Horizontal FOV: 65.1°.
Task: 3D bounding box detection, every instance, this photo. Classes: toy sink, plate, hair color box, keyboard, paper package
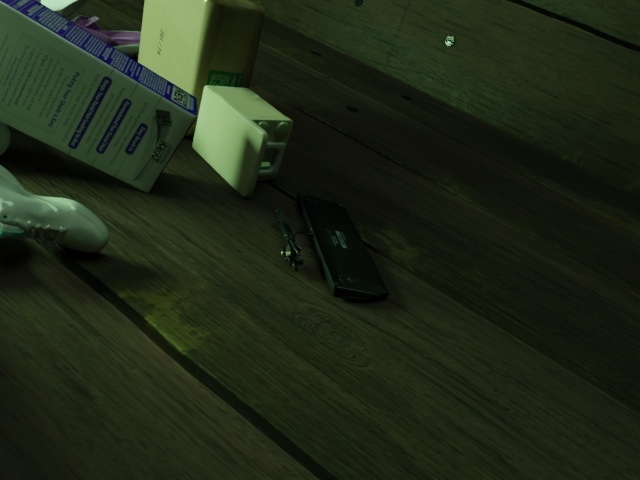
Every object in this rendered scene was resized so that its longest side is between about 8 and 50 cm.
[{"bbox_3d":[-0.157,-0.220,1.104,0.131,0.152,0.234,-12,43,-42],"label":"toy sink"},{"bbox_3d":[-0.817,-0.634,1.396,0.278,0.045,0.277,-6,34,-3],"label":"plate"},{"bbox_3d":[-0.409,-0.248,0.873,0.339,0.185,0.110,29,24,-27],"label":"hair color box"},{"bbox_3d":[0.000,0.000,0.971,0.202,0.033,0.317,13,30,-24],"label":"keyboard"},{"bbox_3d":[-0.304,-0.460,1.222,0.168,0.324,0.309,-10,42,-41],"label":"paper package"}]

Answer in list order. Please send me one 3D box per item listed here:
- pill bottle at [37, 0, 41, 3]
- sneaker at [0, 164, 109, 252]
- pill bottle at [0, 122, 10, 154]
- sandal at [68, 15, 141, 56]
[{"bbox_3d":[-0.736,-0.552,1.169,0.146,0.264,0.146,15,32,-9],"label":"pill bottle"},{"bbox_3d":[-0.403,-0.026,0.690,0.212,0.080,0.094,31,26,-27],"label":"sneaker"},{"bbox_3d":[-0.618,-0.220,0.885,0.094,0.094,0.169,-9,42,-40],"label":"pill bottle"},{"bbox_3d":[-0.656,-0.601,1.450,0.169,0.102,0.416,32,33,19],"label":"sandal"}]
